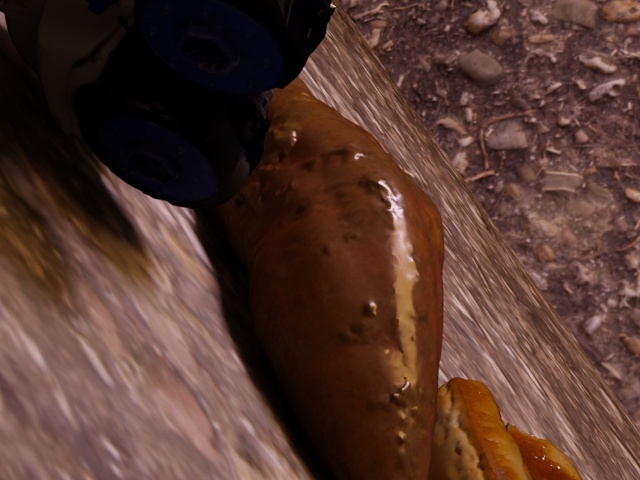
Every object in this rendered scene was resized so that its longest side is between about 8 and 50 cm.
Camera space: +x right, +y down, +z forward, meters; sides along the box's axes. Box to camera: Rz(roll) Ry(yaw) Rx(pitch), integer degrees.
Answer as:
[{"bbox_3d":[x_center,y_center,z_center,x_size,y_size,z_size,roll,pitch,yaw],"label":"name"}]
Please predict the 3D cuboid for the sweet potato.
[{"bbox_3d":[0.002,-0.010,0.753,0.354,0.095,0.106,-110,-159,-53],"label":"sweet potato"}]

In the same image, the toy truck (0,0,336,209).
[{"bbox_3d":[-0.073,-0.131,0.605,0.177,0.161,0.213,22,-28,-7],"label":"toy truck"}]

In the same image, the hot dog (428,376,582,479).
[{"bbox_3d":[0.088,0.136,0.721,0.100,0.068,0.249,40,9,-11],"label":"hot dog"}]
